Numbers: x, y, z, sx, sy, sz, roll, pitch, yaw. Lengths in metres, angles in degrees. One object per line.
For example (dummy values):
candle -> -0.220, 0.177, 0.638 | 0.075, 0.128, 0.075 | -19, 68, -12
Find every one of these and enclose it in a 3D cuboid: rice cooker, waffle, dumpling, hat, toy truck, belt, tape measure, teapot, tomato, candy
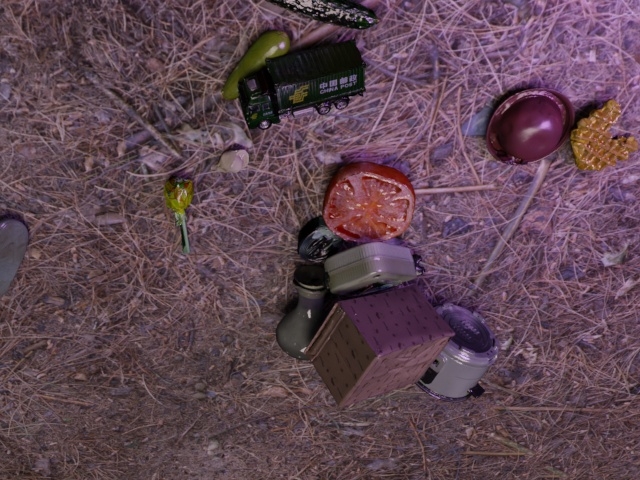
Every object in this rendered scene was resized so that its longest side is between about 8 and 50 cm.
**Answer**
rice cooker -> 0.366, 0.327, 1.729 | 0.280, 0.241, 0.227 | 42, 127, 23
waffle -> 0.644, -0.234, 1.376 | 0.149, 0.051, 0.194 | -30, 134, 9
dumpling -> -0.205, -0.187, 1.418 | 0.052, 0.057, 0.076 | 31, 104, 20
hat -> 0.472, -0.244, 1.351 | 0.205, 0.089, 0.205 | -1, 131, -1
toy truck -> -0.040, -0.314, 1.238 | 0.259, 0.088, 0.121 | -16, 152, -6
belt -> 0.000, 0.000, 1.562 | 0.105, 0.058, 0.140 | 28, 123, -27
tape measure -> 0.127, 0.087, 1.561 | 0.207, 0.115, 0.235 | -26, 159, 31
teapot -> -0.029, 0.201, 1.667 | 0.183, 0.183, 0.251 | 3, 120, -4
tomato -> 0.114, -0.103, 1.457 | 0.236, 0.095, 0.237 | 1, 135, 1
candy -> -0.350, -0.053, 1.514 | 0.073, 0.077, 0.262 | 5, 138, -2

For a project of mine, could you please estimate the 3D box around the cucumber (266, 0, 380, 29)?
cucumber -> -0.021, -0.466, 1.170 | 0.293, 0.068, 0.068 | 16, 128, -16

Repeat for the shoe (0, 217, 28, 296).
shoe -> -0.840, 0.035, 1.559 | 0.100, 0.103, 0.251 | 37, 115, 23

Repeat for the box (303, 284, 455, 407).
box -> 0.154, 0.268, 1.562 | 0.297, 0.190, 0.225 | -7, 138, -41

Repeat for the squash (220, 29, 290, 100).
squash -> -0.139, -0.363, 1.256 | 0.066, 0.066, 0.201 | 36, 126, -27
